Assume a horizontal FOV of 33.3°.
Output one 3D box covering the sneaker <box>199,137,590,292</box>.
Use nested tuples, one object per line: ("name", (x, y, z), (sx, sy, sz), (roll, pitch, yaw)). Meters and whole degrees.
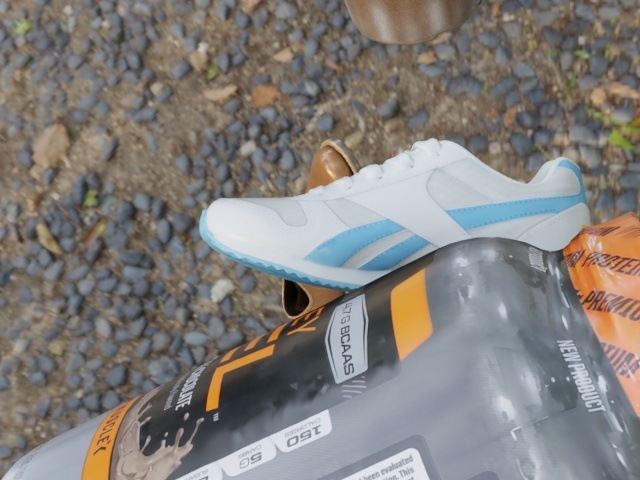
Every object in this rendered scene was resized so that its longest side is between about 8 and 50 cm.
("sneaker", (0.044, -0.013, 0.634), (0.228, 0.087, 0.092), (4, 87, -2))

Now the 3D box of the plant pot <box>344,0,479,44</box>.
("plant pot", (0.070, -0.275, 0.945), (0.167, 0.165, 0.167), (-9, 50, 11))

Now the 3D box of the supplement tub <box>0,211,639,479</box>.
("supplement tub", (0.026, 0.132, 0.501), (0.338, 0.207, 0.207), (-27, 69, 15))

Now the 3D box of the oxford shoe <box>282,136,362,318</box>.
("oxford shoe", (0.000, 0.000, 0.961), (0.076, 0.212, 0.076), (-26, 53, -27))

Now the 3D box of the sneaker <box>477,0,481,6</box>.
("sneaker", (0.184, -0.395, 1.596), (0.170, 0.089, 0.051), (39, 94, 37))
